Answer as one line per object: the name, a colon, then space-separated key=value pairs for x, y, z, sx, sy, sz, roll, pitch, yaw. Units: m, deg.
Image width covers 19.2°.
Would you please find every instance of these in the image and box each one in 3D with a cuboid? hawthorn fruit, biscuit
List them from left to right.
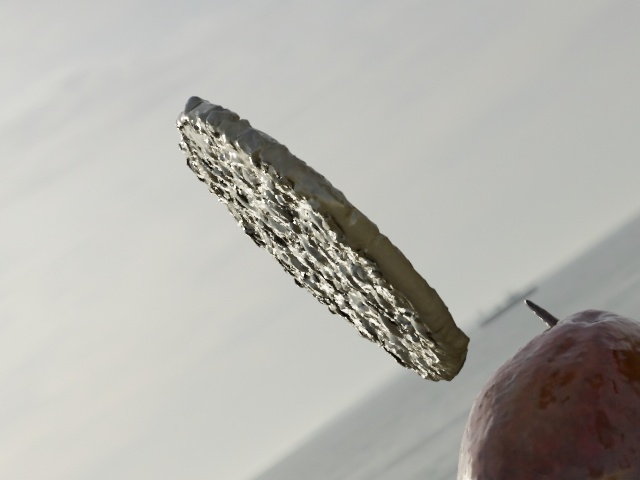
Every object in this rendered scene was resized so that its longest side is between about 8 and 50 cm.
biscuit: x=0.000 y=0.000 z=0.736 sx=0.020 sy=0.152 sz=0.152 roll=-46 pitch=-3 yaw=-10
hawthorn fruit: x=0.197 y=0.149 z=1.399 sx=0.211 sy=0.262 sz=0.210 roll=-2 pitch=-31 yaw=-1
